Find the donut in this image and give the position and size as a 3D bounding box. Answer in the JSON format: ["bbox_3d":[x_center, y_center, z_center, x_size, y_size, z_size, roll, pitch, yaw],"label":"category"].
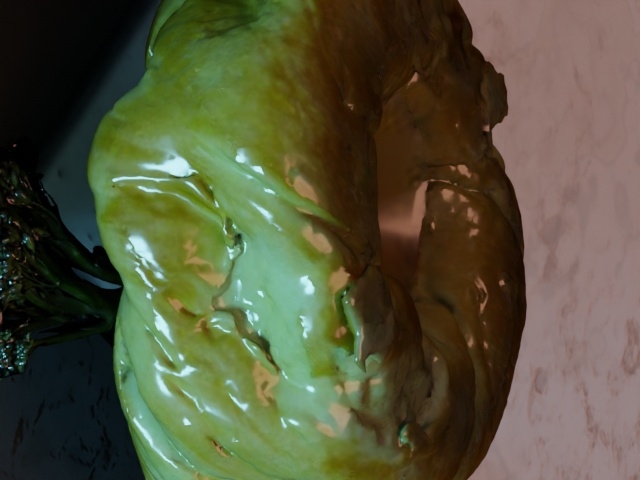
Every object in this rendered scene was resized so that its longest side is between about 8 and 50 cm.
[{"bbox_3d":[0.000,0.000,0.953,0.360,0.170,0.360,23,64,-61],"label":"donut"}]

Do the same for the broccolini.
[{"bbox_3d":[-0.123,-0.013,0.951,0.271,0.062,0.123,-27,118,-56],"label":"broccolini"}]
